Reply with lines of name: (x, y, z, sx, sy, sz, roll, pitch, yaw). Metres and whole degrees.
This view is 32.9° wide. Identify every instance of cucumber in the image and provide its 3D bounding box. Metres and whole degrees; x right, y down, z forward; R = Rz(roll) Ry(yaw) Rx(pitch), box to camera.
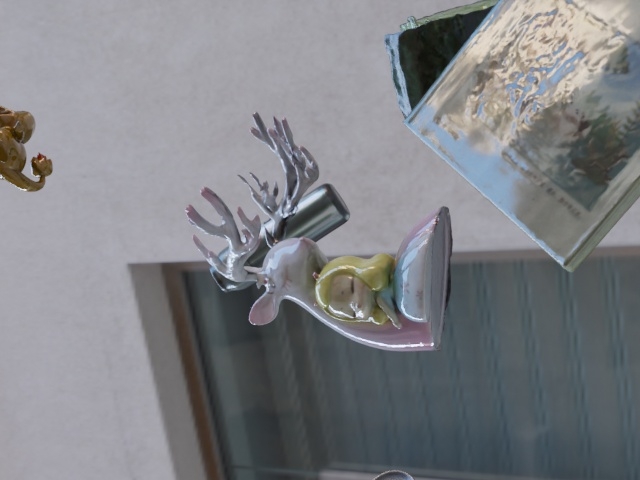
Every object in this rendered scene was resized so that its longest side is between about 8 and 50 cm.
cucumber: (0.177, -0.228, 1.307, 0.191, 0.191, 0.130, -39, -54, -53)

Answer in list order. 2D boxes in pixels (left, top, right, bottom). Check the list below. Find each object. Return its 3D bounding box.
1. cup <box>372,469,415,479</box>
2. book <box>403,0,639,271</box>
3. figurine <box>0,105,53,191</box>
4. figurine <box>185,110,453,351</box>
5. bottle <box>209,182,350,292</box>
cup: (0.102, 0.332, 1.300, 0.078, 0.100, 0.077, -39, -49, -16)
book: (0.200, -0.141, 0.753, 0.025, 0.215, 0.283, 26, -75, -44)
figurine: (-0.469, -0.141, 1.680, 0.122, 0.121, 0.176, 35, -152, -25)
figurine: (0.004, -0.005, 1.406, 0.206, 0.315, 0.284, -70, -23, -46)
bottle: (-0.069, -0.001, 1.842, 0.079, 0.253, 0.096, 58, -172, 13)
